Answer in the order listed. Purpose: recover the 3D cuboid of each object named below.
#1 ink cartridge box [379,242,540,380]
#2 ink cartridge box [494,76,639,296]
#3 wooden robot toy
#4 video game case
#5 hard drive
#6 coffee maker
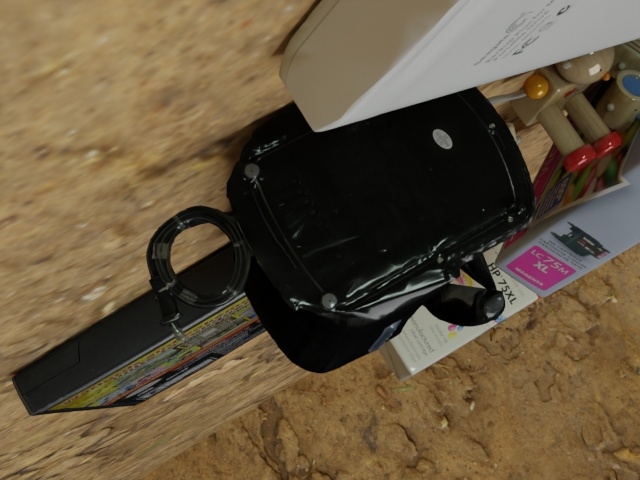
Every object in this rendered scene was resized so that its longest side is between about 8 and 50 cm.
[{"bbox_3d":[0.152,0.035,1.018,0.231,0.134,0.078,-30,170,-12],"label":"ink cartridge box"},{"bbox_3d":[0.245,-0.086,0.679,0.186,0.065,0.311,-59,-175,-24],"label":"ink cartridge box"},{"bbox_3d":[0.167,-0.099,0.583,0.173,0.076,0.079,-27,159,-28],"label":"wooden robot toy"},{"bbox_3d":[-0.061,0.046,0.710,0.275,0.035,0.248,-30,171,-1],"label":"video game case"},{"bbox_3d":[0.148,-0.139,0.378,0.307,0.040,0.203,-23,168,-42],"label":"hard drive"},{"bbox_3d":[0.000,0.000,0.487,0.171,0.120,0.178,-6,165,-8],"label":"coffee maker"}]
